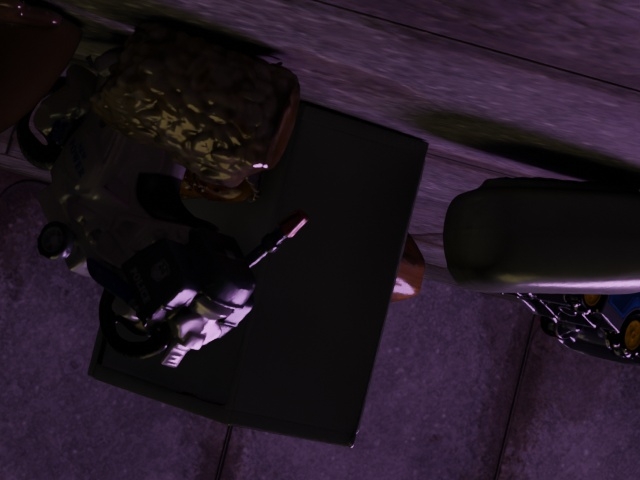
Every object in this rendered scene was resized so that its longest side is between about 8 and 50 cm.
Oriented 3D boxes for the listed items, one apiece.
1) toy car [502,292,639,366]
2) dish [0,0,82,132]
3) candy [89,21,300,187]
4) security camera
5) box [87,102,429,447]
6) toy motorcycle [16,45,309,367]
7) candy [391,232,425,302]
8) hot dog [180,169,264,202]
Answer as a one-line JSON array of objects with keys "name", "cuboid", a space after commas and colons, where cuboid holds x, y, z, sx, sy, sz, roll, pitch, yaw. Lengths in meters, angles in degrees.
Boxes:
[{"name": "toy car", "cuboid": [0.233, 0.032, 1.697, 0.097, 0.100, 0.191, 12, 157, 43]}, {"name": "dish", "cuboid": [-0.256, -0.115, 1.145, 0.213, 0.090, 0.213, 15, 177, 1]}, {"name": "candy", "cuboid": [-0.072, -0.082, 1.105, 0.110, 0.085, 0.095, 27, 164, -21]}, {"name": "security camera", "cuboid": [0.235, 0.004, 1.299, 0.302, 0.080, 0.157, 4, 177, -11]}, {"name": "box", "cuboid": [-0.047, 0.020, 1.396, 0.117, 0.225, 0.225, 16, 177, -32]}, {"name": "toy motorcycle", "cuboid": [-0.106, -0.035, 1.191, 0.150, 0.221, 0.102, -35, 154, 17]}, {"name": "candy", "cuboid": [0.000, 0.000, 2.108, 0.143, 0.101, 0.271, 24, 177, -39]}, {"name": "hot dog", "cuboid": [-0.106, -0.071, 1.335, 0.191, 0.059, 0.108, 1, 126, 56]}]
